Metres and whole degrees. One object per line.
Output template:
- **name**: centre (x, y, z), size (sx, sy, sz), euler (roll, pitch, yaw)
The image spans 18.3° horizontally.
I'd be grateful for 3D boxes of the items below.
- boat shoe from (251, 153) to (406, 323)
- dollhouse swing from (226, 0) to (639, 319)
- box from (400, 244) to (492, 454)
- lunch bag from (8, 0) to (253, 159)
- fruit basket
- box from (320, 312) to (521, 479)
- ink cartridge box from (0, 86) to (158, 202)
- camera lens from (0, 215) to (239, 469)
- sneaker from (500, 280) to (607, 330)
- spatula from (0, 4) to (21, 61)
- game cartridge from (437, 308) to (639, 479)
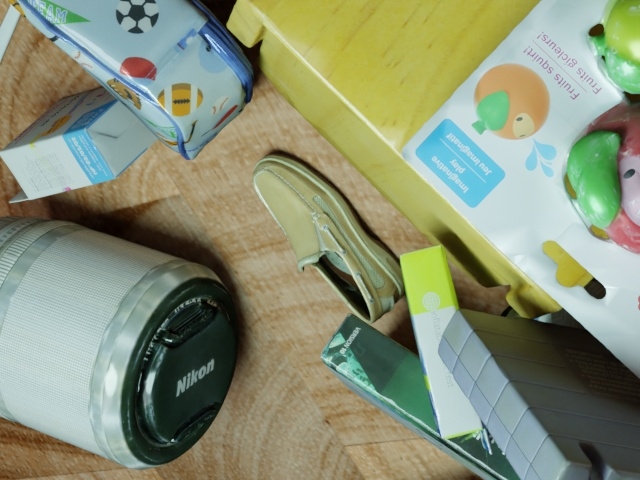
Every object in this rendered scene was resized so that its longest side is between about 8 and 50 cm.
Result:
- **boat shoe**: centre (0.000, 0.000, 1.885), size (0.190, 0.072, 0.068), euler (43, 142, 0)
- **dollhouse swing**: centre (0.134, -0.145, 1.647), size (0.347, 0.305, 0.315), euler (44, 100, 0)
- **box**: centre (0.105, 0.095, 1.685), size (0.109, 0.042, 0.178), euler (49, -151, -87)
- **lunch bag**: centre (-0.194, -0.208, 1.778), size (0.303, 0.115, 0.243), euler (44, 177, 2)
- **fruit basket**: centre (0.284, -0.072, 1.405), size (0.327, 0.165, 0.353), euler (44, 106, 0)
- **box**: centre (0.157, 0.191, 1.847), size (0.322, 0.058, 0.232), euler (32, 175, 13)
- **ink cartridge box**: centre (-0.244, -0.099, 1.979), size (0.181, 0.104, 0.061), euler (-11, 117, 46)
- **camera lens**: centre (-0.239, 0.102, 2.070), size (0.274, 0.219, 0.219), euler (18, 135, 29)
- **sneaker**: centre (0.270, 0.142, 1.758), size (0.315, 0.127, 0.182), euler (42, 166, -20)
- **spatula**: centre (-0.358, -0.254, 2.005), size (0.168, 0.019, 0.242), euler (40, 142, 2)
- **game cartridge**: centre (0.283, 0.154, 1.544), size (0.068, 0.355, 0.230), euler (-70, 26, 17)
